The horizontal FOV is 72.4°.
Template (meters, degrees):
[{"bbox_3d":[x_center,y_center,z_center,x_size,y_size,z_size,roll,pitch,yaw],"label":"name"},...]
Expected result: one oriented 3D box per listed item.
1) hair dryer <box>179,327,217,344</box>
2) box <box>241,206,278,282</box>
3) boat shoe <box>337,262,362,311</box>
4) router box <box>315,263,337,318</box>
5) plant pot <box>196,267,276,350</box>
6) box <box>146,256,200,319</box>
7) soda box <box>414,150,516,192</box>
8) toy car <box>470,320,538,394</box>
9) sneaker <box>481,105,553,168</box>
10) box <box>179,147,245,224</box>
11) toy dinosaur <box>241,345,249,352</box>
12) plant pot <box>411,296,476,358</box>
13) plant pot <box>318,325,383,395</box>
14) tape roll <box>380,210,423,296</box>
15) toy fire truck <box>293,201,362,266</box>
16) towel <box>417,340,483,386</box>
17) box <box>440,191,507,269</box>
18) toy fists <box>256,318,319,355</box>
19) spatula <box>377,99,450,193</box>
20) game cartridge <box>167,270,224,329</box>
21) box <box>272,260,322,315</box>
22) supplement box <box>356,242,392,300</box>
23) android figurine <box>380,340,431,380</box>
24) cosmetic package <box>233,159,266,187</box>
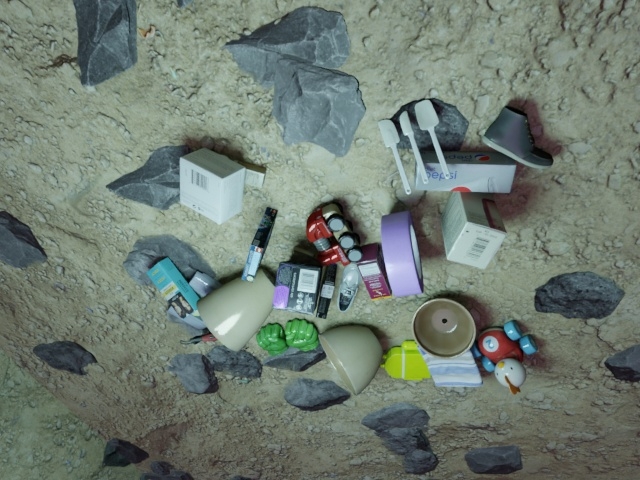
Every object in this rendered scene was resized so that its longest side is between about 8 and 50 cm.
[{"bbox_3d":[-0.427,0.420,1.877,0.293,0.223,0.080,-11,92,14],"label":"hair dryer"},{"bbox_3d":[-0.209,0.012,1.521,0.044,0.233,0.159,18,127,-4],"label":"box"},{"bbox_3d":[0.112,0.188,1.691,0.079,0.081,0.227,12,127,0],"label":"boat shoe"},{"bbox_3d":[0.023,0.192,1.677,0.046,0.133,0.179,12,126,0],"label":"router box"},{"bbox_3d":[-0.290,0.243,1.699,0.274,0.256,0.256,-40,114,1],"label":"plant pot"},{"bbox_3d":[-0.592,0.197,1.780,0.100,0.060,0.244,-34,94,32],"label":"box"},{"bbox_3d":[0.435,-0.211,1.339,0.286,0.091,0.098,3,127,7],"label":"soda box"},{"bbox_3d":[0.722,0.480,1.706,0.210,0.238,0.219,40,122,-19],"label":"toy car"},{"bbox_3d":[0.595,-0.293,1.257,0.222,0.083,0.118,22,126,-5],"label":"sneaker"},{"bbox_3d":[-0.357,-0.181,1.440,0.181,0.119,0.182,28,130,19],"label":"box"},{"bbox_3d":[-0.367,0.475,2.011,0.090,0.047,0.082,-29,98,38],"label":"toy dinosaur"},{"bbox_3d":[0.477,0.325,1.689,0.237,0.110,0.237,4,100,20],"label":"plant pot"},{"bbox_3d":[0.145,0.462,1.801,0.191,0.284,0.284,-30,123,-13],"label":"plant pot"},{"bbox_3d":[0.272,0.044,1.439,0.090,0.275,0.275,-10,124,17],"label":"tape roll"},{"bbox_3d":[0.000,0.000,1.551,0.246,0.158,0.217,-25,119,13],"label":"toy fire truck"},{"bbox_3d":[0.536,0.515,1.806,0.209,0.034,0.285,-10,125,29],"label":"towel"},{"bbox_3d":[0.469,-0.047,1.365,0.127,0.232,0.148,16,127,-2],"label":"box"},{"bbox_3d":[-0.147,0.422,1.899,0.279,0.096,0.142,-13,122,20],"label":"toy fists"},{"bbox_3d":[0.283,-0.273,1.287,0.168,0.019,0.242,-20,84,17],"label":"spatula"},{"bbox_3d":[-0.513,0.269,1.876,0.196,0.060,0.294,32,125,-18],"label":"game cartridge"},{"bbox_3d":[-0.074,0.164,1.566,0.143,0.270,0.165,9,89,2],"label":"box"},{"bbox_3d":[0.200,0.116,1.610,0.081,0.104,0.188,-14,122,19],"label":"supplement box"},{"bbox_3d":[0.397,0.532,1.912,0.273,0.056,0.248,-3,126,9],"label":"android figurine"},{"bbox_3d":[-0.244,-0.225,1.474,0.115,0.041,0.060,17,127,-3],"label":"cosmetic package"}]
